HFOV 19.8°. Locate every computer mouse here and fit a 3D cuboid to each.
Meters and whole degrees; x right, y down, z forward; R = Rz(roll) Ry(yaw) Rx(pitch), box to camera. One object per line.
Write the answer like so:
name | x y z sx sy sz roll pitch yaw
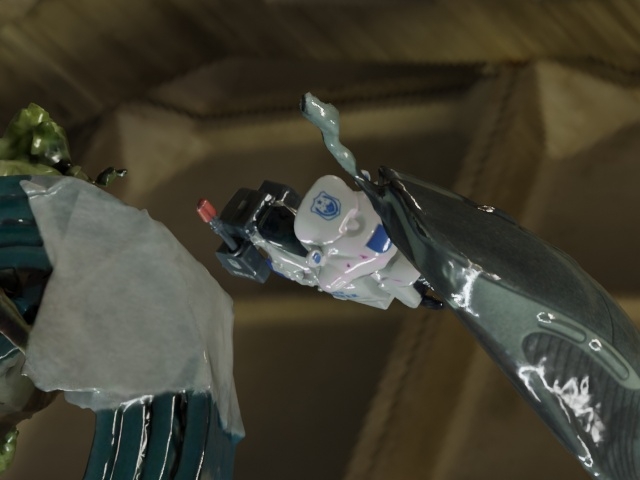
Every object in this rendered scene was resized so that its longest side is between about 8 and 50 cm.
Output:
computer mouse | 0.122 0.029 1.174 0.090 0.379 0.167 -42 -157 1

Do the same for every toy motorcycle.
toy motorcycle | 0.000 0.000 1.487 0.221 0.150 0.102 13 -114 45

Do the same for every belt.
belt | -0.228 0.167 1.137 0.436 0.300 0.173 -54 169 -6

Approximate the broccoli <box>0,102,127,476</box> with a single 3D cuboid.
broccoli | -0.291 -0.005 1.418 0.281 0.348 0.293 -9 -145 46
